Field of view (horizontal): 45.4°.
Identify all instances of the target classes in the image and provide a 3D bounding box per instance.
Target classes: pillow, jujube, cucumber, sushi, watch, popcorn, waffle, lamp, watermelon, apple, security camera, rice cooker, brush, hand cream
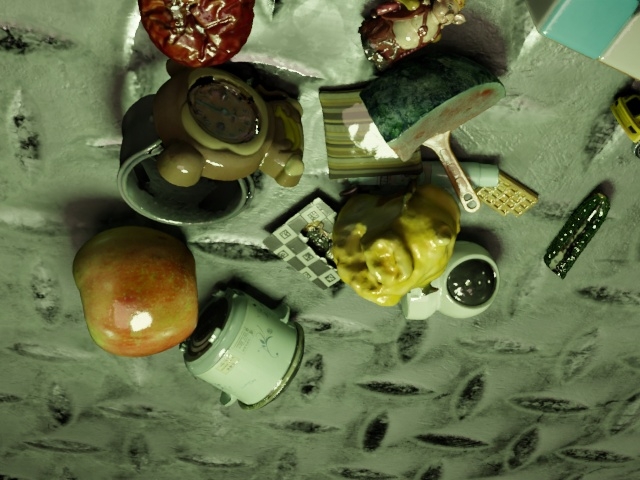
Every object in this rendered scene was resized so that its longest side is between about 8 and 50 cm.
[{"bbox_3d":[0.109,-0.228,1.625,0.208,0.052,0.212,-2,124,10],"label":"pillow"},{"bbox_3d":[-0.220,-0.435,1.359,0.212,0.213,0.232,7,128,-6],"label":"jujube"},{"bbox_3d":[0.612,-0.014,1.818,0.077,0.077,0.265,15,130,-12],"label":"cucumber"},{"bbox_3d":[0.000,0.000,1.852,0.192,0.050,0.215,-37,117,26],"label":"sushi"},{"bbox_3d":[-0.239,-0.166,1.579,0.335,0.314,0.327,13,145,-26],"label":"watch"},{"bbox_3d":[0.173,0.005,1.666,0.297,0.316,0.281,-32,105,2],"label":"popcorn"},{"bbox_3d":[0.429,-0.102,1.773,0.135,0.021,0.092,30,125,-22],"label":"waffle"},{"bbox_3d":[0.191,-0.417,1.422,0.253,0.118,0.118,-24,128,23],"label":"lamp"},{"bbox_3d":[0.210,-0.271,1.508,0.318,0.148,0.226,-23,155,-29],"label":"watermelon"},{"bbox_3d":[-0.421,0.118,1.798,0.277,0.319,0.319,-14,135,-14],"label":"apple"},{"bbox_3d":[0.313,0.095,1.848,0.236,0.195,0.195,-1,133,-2],"label":"security camera"},{"bbox_3d":[-0.188,0.283,1.980,0.316,0.264,0.317,-3,98,-24],"label":"rice cooker"},{"bbox_3d":[0.275,-0.175,1.653,0.103,0.013,0.272,-25,108,22],"label":"brush"},{"bbox_3d":[0.229,-0.152,1.712,0.331,0.058,0.085,4,148,5],"label":"hand cream"}]

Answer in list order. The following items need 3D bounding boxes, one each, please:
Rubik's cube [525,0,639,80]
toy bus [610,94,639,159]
[{"bbox_3d":[0.541,-0.476,1.203,0.344,0.347,0.347,20,129,-18],"label":"Rubik's cube"},{"bbox_3d":[0.763,-0.214,1.583,0.331,0.145,0.151,24,128,-23],"label":"toy bus"}]
